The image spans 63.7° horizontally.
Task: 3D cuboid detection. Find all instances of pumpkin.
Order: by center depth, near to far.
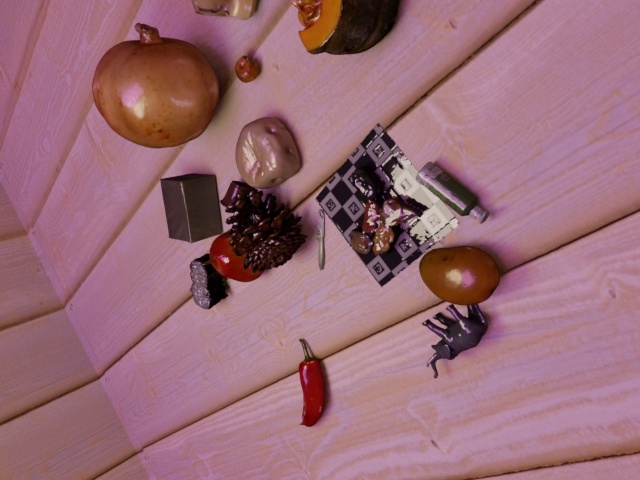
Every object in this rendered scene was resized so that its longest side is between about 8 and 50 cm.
[{"bbox_3d":[0.054,-0.617,1.266,0.257,0.226,0.303,-13,102,47],"label":"pumpkin"}]

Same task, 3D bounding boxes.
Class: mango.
[{"bbox_3d":[0.350,0.090,1.319,0.221,0.121,0.151,-6,91,49],"label":"mango"}]

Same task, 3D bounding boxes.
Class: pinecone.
[{"bbox_3d":[-0.191,-0.046,1.655,0.292,0.246,0.246,53,131,19],"label":"pinecone"}]

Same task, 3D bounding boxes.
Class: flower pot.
[{"bbox_3d":[-0.285,-0.157,1.797,0.111,0.111,0.089,30,107,30],"label":"flower pot"}]

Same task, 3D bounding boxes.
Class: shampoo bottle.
[{"bbox_3d":[0.335,-0.116,1.296,0.204,0.065,0.065,44,128,21],"label":"shampoo bottle"}]

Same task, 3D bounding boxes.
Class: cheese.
[{"bbox_3d":[-0.299,-0.836,1.551,0.260,0.128,0.315,14,120,28],"label":"cheese"},{"bbox_3d":[-0.171,-0.270,1.640,0.218,0.117,0.234,21,121,32],"label":"cheese"}]

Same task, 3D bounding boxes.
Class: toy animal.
[{"bbox_3d":[0.347,0.259,1.404,0.137,0.082,0.269,49,129,18],"label":"toy animal"}]

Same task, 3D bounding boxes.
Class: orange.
[{"bbox_3d":[-0.231,-0.538,1.632,0.086,0.062,0.086,-9,73,30],"label":"orange"}]

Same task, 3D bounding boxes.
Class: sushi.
[{"bbox_3d":[0.153,-0.082,1.465,0.359,0.064,0.343,54,131,13],"label":"sushi"},{"bbox_3d":[-0.428,0.161,2.012,0.147,0.115,0.212,17,117,39],"label":"sushi"}]

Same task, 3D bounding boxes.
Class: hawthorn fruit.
[{"bbox_3d":[-0.309,0.058,1.801,0.197,0.226,0.196,18,113,49],"label":"hawthorn fruit"}]

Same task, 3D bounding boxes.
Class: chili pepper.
[{"bbox_3d":[-0.042,0.541,1.836,0.137,0.092,0.367,21,116,47],"label":"chili pepper"}]

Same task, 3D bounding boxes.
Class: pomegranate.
[{"bbox_3d":[-0.534,-0.501,1.689,0.412,0.412,0.410,15,114,36],"label":"pomegranate"}]

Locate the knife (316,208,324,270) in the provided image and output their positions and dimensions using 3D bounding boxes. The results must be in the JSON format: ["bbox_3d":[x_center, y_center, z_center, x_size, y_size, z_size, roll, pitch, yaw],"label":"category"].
[{"bbox_3d":[0.000,0.000,1.658,0.030,0.014,0.206,15,113,36],"label":"knife"}]

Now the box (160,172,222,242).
[{"bbox_3d":[-0.482,-0.127,1.932,0.149,0.156,0.231,11,113,41],"label":"box"}]
